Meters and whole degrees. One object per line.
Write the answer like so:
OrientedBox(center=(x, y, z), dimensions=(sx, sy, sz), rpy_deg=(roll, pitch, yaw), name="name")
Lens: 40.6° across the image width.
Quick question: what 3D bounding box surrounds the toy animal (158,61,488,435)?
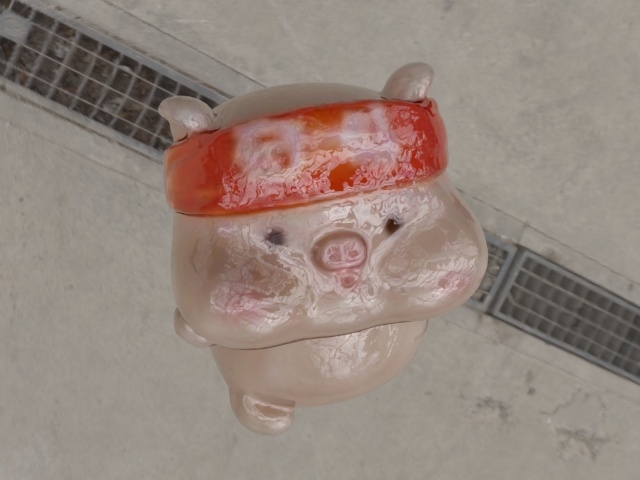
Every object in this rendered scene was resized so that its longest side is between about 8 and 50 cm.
OrientedBox(center=(0.000, 0.000, 0.463), dimensions=(0.171, 0.171, 0.198), rpy_deg=(-22, 141, -15), name="toy animal")
